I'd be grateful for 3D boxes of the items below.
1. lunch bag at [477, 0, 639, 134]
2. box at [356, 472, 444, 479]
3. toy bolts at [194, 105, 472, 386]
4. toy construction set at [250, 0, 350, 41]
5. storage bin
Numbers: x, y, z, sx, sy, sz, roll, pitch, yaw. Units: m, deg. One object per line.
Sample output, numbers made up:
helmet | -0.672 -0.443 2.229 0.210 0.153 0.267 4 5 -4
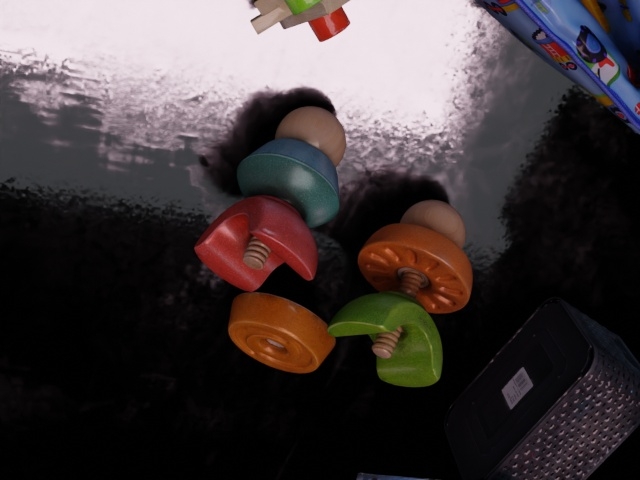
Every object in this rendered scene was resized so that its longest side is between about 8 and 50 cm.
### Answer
lunch bag | 0.163 -0.185 0.648 0.138 0.221 0.293 -36 114 11
box | 0.151 0.300 0.902 0.159 0.044 0.233 -5 142 35
toy bolts | 0.000 0.000 0.797 0.218 0.158 0.228 -8 138 43
toy construction set | -0.081 -0.254 0.606 0.328 0.215 0.151 44 63 -23
storage bin | 0.212 0.160 0.876 0.084 0.122 0.180 31 109 -19
